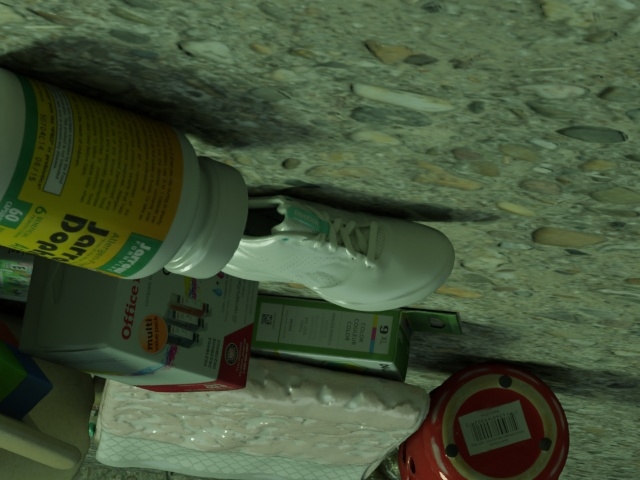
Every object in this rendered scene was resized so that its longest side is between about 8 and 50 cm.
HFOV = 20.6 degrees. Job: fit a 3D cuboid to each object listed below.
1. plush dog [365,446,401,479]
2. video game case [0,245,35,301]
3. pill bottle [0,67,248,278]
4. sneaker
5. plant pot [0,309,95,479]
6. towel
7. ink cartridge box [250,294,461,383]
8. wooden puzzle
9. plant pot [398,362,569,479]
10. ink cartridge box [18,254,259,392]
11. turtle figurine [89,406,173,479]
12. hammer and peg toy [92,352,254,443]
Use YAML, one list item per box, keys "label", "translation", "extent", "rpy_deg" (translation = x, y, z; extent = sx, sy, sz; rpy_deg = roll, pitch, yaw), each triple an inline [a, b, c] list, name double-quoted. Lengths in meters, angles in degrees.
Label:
- label: "plush dog"
  translation: [0.093, 0.304, 2.418]
  extent: [0.225, 0.210, 0.262]
  rpy_deg: [-15, -178, -32]
- label: "video game case"
  translation: [-0.246, 0.045, 1.820]
  extent: [0.193, 0.023, 0.212]
  rpy_deg: [9, 166, -7]
- label: "pill bottle"
  translation: [-0.159, -0.038, 1.235]
  extent: [0.208, 0.117, 0.117]
  rpy_deg: [17, 163, -36]
- label: "sneaker"
  translation: [0.000, 0.000, 1.414]
  extent: [0.212, 0.080, 0.094]
  rpy_deg: [6, 155, 13]
- label: "plant pot"
  translation: [-0.435, 0.192, 1.993]
  extent: [0.334, 0.334, 0.305]
  rpy_deg: [-4, 173, 40]
- label: "towel"
  translation: [-0.078, 0.200, 1.923]
  extent: [0.332, 0.053, 0.317]
  rpy_deg: [9, 154, -9]
- label: "ink cartridge box"
  translation: [0.038, 0.107, 1.835]
  extent: [0.209, 0.062, 0.109]
  rpy_deg: [5, 165, 10]
- label: "wooden puzzle"
  translation: [-0.375, 0.045, 1.542]
  extent: [0.348, 0.080, 0.322]
  rpy_deg: [42, -178, 28]
- label: "plant pot"
  translation: [0.193, 0.243, 2.044]
  extent: [0.191, 0.191, 0.174]
  rpy_deg: [8, 164, -3]
- label: "ink cartridge box"
  translation: [-0.164, 0.059, 1.612]
  extent: [0.127, 0.128, 0.176]
  rpy_deg: [-5, 162, 42]
- label: "turtle figurine"
  translation: [-0.257, 0.253, 2.483]
  extent: [0.175, 0.118, 0.234]
  rpy_deg: [37, 167, -36]
- label: "hammer and peg toy"
  translation: [-0.142, 0.189, 2.130]
  extent: [0.266, 0.127, 0.361]
  rpy_deg: [10, 166, -9]
